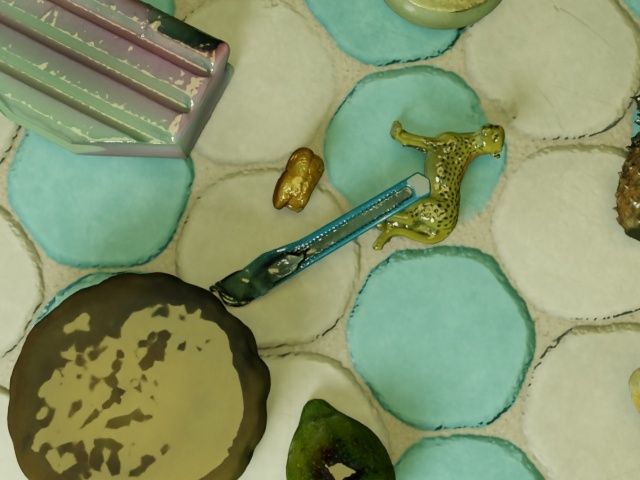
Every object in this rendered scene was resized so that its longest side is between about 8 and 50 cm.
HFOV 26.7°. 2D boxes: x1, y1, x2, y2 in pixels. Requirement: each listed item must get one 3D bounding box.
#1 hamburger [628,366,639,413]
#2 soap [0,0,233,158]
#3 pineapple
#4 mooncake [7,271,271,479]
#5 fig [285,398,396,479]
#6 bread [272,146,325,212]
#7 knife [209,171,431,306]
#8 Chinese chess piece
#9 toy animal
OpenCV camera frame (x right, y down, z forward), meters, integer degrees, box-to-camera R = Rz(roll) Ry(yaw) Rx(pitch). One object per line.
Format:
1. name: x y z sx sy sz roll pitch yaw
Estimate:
1. hamburger: 0.443 0.205 1.512 0.108 0.214 0.214 -34 81 -4
2. soap: -0.290 -0.211 1.627 0.324 0.109 0.193 27 79 3
3. pineapple: 0.405 -0.097 1.632 0.108 0.108 0.198 2 67 -1
4. mooncake: -0.198 0.181 1.524 0.290 0.161 0.290 0 78 0
5. fig: 0.014 0.252 1.554 0.123 0.123 0.156 -24 42 -6
6. bread: -0.026 -0.072 1.622 0.046 0.081 0.083 28 112 -5
7. knife: -0.001 0.000 1.597 0.296 0.026 0.044 -31 83 11
8. Chinese chess piece: 0.153 -0.357 1.683 0.188 0.083 0.188 0 81 -3
9. toy animal: 0.140 -0.063 1.627 0.136 0.073 0.181 12 80 0
